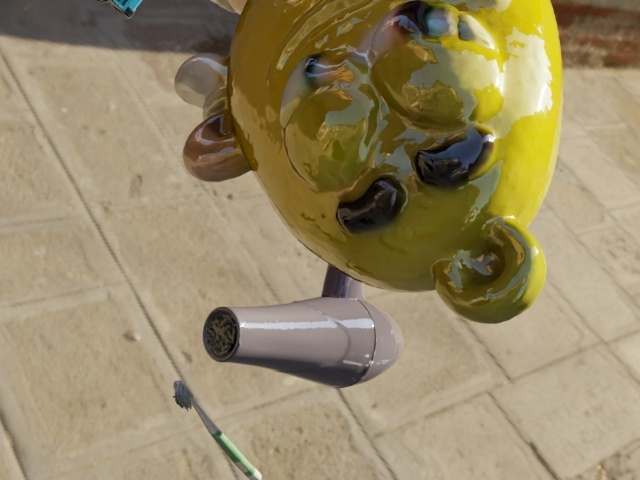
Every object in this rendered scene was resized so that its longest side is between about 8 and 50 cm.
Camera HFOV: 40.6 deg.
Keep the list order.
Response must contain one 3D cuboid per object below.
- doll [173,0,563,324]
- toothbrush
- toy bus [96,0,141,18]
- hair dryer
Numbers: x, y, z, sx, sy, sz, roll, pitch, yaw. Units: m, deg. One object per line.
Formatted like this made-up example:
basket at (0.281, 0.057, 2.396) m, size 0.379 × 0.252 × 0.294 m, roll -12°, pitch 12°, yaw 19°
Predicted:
doll at (0.046, -0.155, 0.575) m, size 0.423 × 0.348 × 0.161 m, roll 27°, pitch -16°, yaw 44°
toothbrush at (-0.131, 0.257, 1.128) m, size 0.018 × 0.257 × 0.024 m, roll -16°, pitch 47°, yaw 12°
toy bus at (-0.297, -0.385, 1.123) m, size 0.090 × 0.106 × 0.184 m, roll 40°, pitch -1°, yaw 37°
hair dryer at (0.000, 0.000, 1.065) m, size 0.301 × 0.121 × 0.361 m, roll 12°, pitch 82°, yaw -48°
